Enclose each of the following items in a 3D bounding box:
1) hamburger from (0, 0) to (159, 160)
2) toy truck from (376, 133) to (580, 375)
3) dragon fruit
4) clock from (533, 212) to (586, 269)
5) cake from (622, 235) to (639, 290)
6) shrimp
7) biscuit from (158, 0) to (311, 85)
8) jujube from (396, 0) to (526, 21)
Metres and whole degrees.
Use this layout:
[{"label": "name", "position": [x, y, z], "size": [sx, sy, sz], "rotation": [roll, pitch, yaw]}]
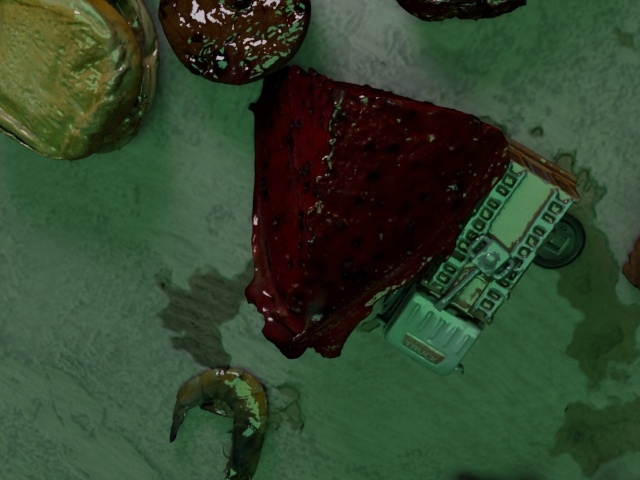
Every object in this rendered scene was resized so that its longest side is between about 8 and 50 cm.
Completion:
[{"label": "hamburger", "position": [-0.322, -0.233, 0.865], "size": [0.243, 0.146, 0.286], "rotation": [-7, 116, 12]}, {"label": "toy truck", "position": [0.195, 0.028, 0.907], "size": [0.136, 0.162, 0.305], "rotation": [31, 108, 2]}, {"label": "dragon fruit", "position": [0.038, -0.035, 0.882], "size": [0.227, 0.286, 0.329], "rotation": [3, 106, -26]}, {"label": "clock", "position": [0.320, -0.001, 0.977], "size": [0.085, 0.017, 0.085], "rotation": [1, 110, 2]}, {"label": "cake", "position": [0.553, 0.009, 0.831], "size": [0.282, 0.290, 0.256], "rotation": [12, 108, 2]}, {"label": "shrimp", "position": [-0.158, 0.295, 1.095], "size": [0.150, 0.051, 0.217], "rotation": [8, 102, 3]}, {"label": "biscuit", "position": [-0.105, -0.280, 0.856], "size": [0.192, 0.049, 0.192], "rotation": [-1, 87, 14]}, {"label": "jujube", "position": [0.164, -0.304, 0.839], "size": [0.165, 0.104, 0.104], "rotation": [9, 110, -9]}]
